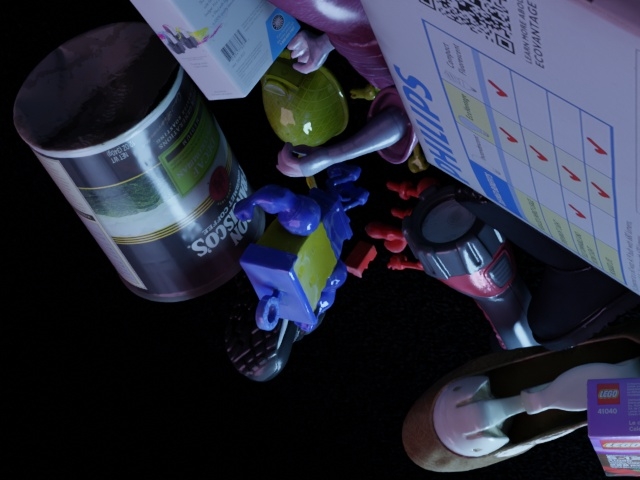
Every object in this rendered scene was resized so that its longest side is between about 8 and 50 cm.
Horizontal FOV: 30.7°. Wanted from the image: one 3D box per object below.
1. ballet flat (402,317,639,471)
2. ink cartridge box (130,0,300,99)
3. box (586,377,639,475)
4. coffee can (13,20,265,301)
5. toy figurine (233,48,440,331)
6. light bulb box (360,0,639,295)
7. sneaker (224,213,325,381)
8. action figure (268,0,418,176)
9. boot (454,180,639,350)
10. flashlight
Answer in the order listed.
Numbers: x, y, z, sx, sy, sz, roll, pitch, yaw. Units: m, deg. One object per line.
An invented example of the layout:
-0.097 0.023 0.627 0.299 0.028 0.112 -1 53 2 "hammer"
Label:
0.222 0.167 1.218 0.342 0.116 0.124 -19 172 23 "ballet flat"
-0.112 -0.234 1.100 0.061 0.104 0.181 5 141 47 "ink cartridge box"
0.400 0.173 1.064 0.293 0.057 0.201 -4 158 18 "box"
-0.205 -0.087 1.365 0.201 0.201 0.275 18 151 33 "coffee can"
0.000 0.000 1.251 0.191 0.217 0.362 21 153 28 "toy figurine"
0.230 -0.104 0.613 0.361 0.225 0.358 36 172 25 "light bulb box"
-0.037 0.084 1.452 0.107 0.283 0.124 -38 117 23 "sneaker"
0.050 -0.202 0.948 0.276 0.248 0.370 -35 132 19 "action figure"
0.213 -0.005 1.117 0.207 0.094 0.246 34 149 -8 "boot"
0.188 0.062 1.280 0.103 0.103 0.304 -14 139 20 "flashlight"
